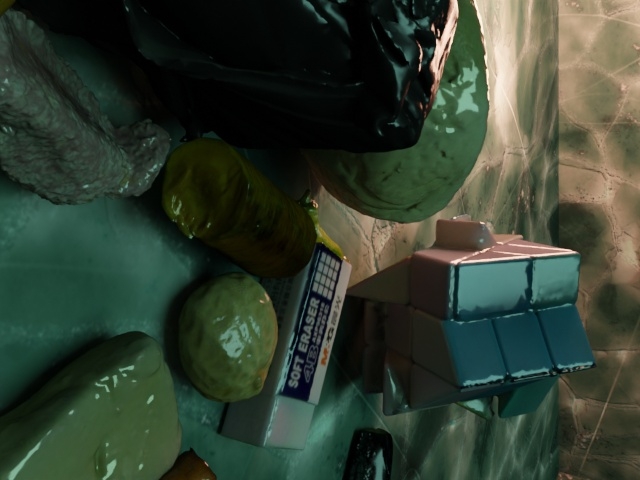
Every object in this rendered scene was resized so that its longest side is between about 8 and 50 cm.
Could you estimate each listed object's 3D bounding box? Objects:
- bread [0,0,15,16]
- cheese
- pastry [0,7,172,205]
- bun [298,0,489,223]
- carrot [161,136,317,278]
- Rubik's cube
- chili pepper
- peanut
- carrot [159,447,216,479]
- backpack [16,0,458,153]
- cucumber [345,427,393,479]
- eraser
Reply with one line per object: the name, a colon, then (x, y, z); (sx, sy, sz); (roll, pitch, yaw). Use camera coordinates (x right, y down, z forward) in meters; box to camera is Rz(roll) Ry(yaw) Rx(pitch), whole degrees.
bread: (-0.282, -0.264, 0.272); (0.245, 0.329, 0.424); (-79, 174, -64)
cheese: (-0.246, 0.213, 0.672); (0.263, 0.093, 0.159); (-41, 126, -46)
pastry: (-0.236, -0.104, 0.590); (0.265, 0.112, 0.103); (44, 27, -63)
bun: (0.080, -0.195, 0.941); (0.352, 0.227, 0.349); (-107, -160, -63)
carrot: (-0.081, -0.022, 0.815); (0.302, 0.114, 0.114); (40, 61, -71)
Rubik's cube: (0.243, 0.140, 1.209); (0.387, 0.368, 0.358); (-1, 98, -24)
chili pepper: (-0.001, 0.001, 1.081); (0.208, 0.043, 0.049); (61, 21, -50)
peanut: (-0.111, 0.123, 0.853); (0.140, 0.109, 0.159); (-32, 119, -35)
carrot: (-0.200, 0.330, 0.790); (0.205, 0.072, 0.072); (-38, 127, -47)
backpack: (-0.099, -0.240, 0.606); (0.445, 0.363, 0.255); (39, 70, -36)
cucumber: (0.096, 0.450, 1.285); (0.115, 0.085, 0.193); (19, 73, -56)
eraser: (-0.042, 0.150, 0.991); (0.130, 0.086, 0.287); (34, 67, -56)
